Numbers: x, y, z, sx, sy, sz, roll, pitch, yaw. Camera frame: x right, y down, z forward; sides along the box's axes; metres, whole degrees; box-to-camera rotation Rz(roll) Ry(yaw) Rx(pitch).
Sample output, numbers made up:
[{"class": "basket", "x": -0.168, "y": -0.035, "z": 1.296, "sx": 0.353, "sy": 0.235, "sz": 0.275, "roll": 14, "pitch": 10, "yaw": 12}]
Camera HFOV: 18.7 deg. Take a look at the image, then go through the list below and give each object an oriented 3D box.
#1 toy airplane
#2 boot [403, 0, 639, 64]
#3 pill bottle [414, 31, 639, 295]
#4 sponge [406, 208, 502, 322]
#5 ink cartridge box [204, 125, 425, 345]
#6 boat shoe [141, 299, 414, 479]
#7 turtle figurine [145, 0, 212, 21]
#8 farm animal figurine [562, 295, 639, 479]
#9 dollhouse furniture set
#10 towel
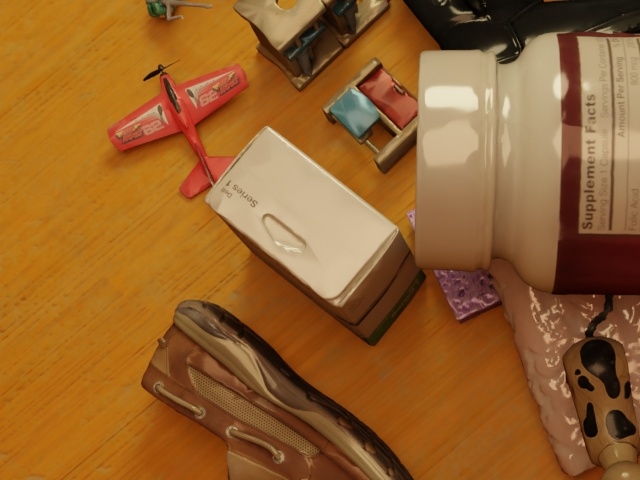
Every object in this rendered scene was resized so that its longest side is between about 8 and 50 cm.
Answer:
[{"class": "toy airplane", "x": -0.126, "y": -0.109, "z": 1.904, "sx": 0.151, "sy": 0.028, "sz": 0.151, "roll": -2, "pitch": 78, "yaw": 9}, {"class": "boot", "x": 0.203, "y": -0.237, "z": 1.847, "sx": 0.246, "sy": 0.094, "sz": 0.207, "roll": -19, "pitch": 63, "yaw": -13}, {"class": "pill bottle", "x": 0.277, "y": -0.063, "z": 1.646, "sx": 0.392, "sy": 0.224, "sz": 0.224, "roll": 2, "pitch": 78, "yaw": 4}, {"class": "sponge", "x": 0.200, "y": -0.016, "z": 1.832, "sx": 0.210, "sy": 0.031, "sz": 0.117, "roll": -25, "pitch": 77, "yaw": 2}, {"class": "ink cartridge box", "x": 0.000, "y": 0.000, "z": 1.762, "sx": 0.160, "sy": 0.219, "sz": 0.092, "roll": 38, "pitch": 86, "yaw": 14}, {"class": "boat shoe", "x": -0.032, "y": 0.189, "z": 1.787, "sx": 0.324, "sy": 0.123, "sz": 0.116, "roll": 40, "pitch": 93, "yaw": 21}, {"class": "turtle figurine", "x": -0.149, "y": -0.309, "z": 1.912, "sx": 0.234, "sy": 0.118, "sz": 0.175, "roll": 16, "pitch": 121, "yaw": 13}, {"class": "farm animal figurine", "x": 0.324, "y": 0.247, "z": 1.649, "sx": 0.330, "sy": 0.172, "sz": 0.327, "roll": 23, "pitch": 90, "yaw": 5}, {"class": "dollhouse furniture set", "x": 0.036, "y": -0.185, "z": 1.844, "sx": 0.129, "sy": 0.129, "sz": 0.184, "roll": -44, "pitch": 74, "yaw": -3}, {"class": "towel", "x": 0.314, "y": 0.011, "z": 1.775, "sx": 0.317, "sy": 0.053, "sz": 0.332, "roll": -19, "pitch": 84, "yaw": 3}]
